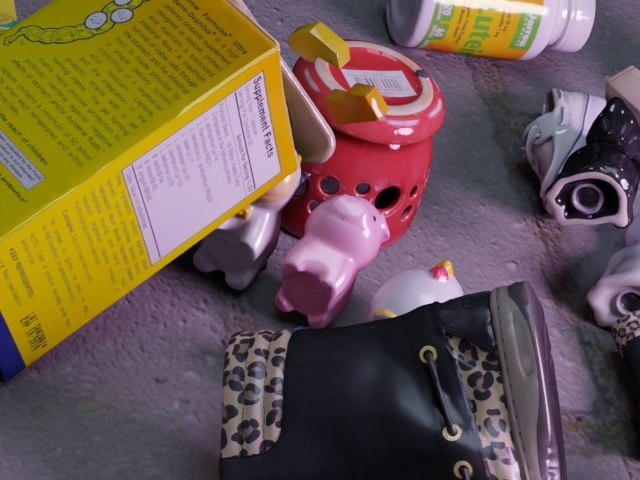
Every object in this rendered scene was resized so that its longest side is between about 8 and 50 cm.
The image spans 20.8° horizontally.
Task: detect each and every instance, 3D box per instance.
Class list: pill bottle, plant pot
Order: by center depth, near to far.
[{"bbox_3d":[0.033,-0.112,1.884,0.191,0.174,0.191,13,36,-10],"label":"plant pot"},{"bbox_3d":[0.219,-0.302,2.223,0.245,0.136,0.136,4,41,-20],"label":"pill bottle"}]

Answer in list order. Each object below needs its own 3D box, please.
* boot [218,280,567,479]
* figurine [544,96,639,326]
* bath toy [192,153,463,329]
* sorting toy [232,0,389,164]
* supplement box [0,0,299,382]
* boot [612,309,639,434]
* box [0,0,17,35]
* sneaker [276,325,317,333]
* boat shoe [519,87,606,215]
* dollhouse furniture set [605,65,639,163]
[{"bbox_3d":[0.066,0.231,1.486,0.284,0.377,0.138,-5,-7,12],"label":"boot"},{"bbox_3d":[0.341,-0.031,1.932,0.092,0.215,0.209,-13,23,27],"label":"figurine"},{"bbox_3d":[0.000,0.000,1.750,0.348,0.151,0.129,31,44,9],"label":"bath toy"},{"bbox_3d":[-0.079,-0.168,1.756,0.307,0.229,0.041,-2,36,51],"label":"sorting toy"},{"bbox_3d":[-0.220,-0.078,1.597,0.356,0.194,0.195,-37,61,-18],"label":"supplement box"},{"bbox_3d":[0.423,0.155,1.810,0.236,0.085,0.179,8,37,-16],"label":"boot"},{"bbox_3d":[-0.401,-0.265,1.974,0.105,0.043,0.179,4,43,-20],"label":"box"},{"bbox_3d":[0.020,0.162,1.622,0.087,0.083,0.221,-25,55,-37],"label":"sneaker"},{"bbox_3d":[0.278,-0.107,2.066,0.084,0.095,0.258,20,27,5],"label":"boat shoe"},{"bbox_3d":[0.496,-0.176,2.149,0.242,0.212,0.161,-32,56,-15],"label":"dollhouse furniture set"}]
